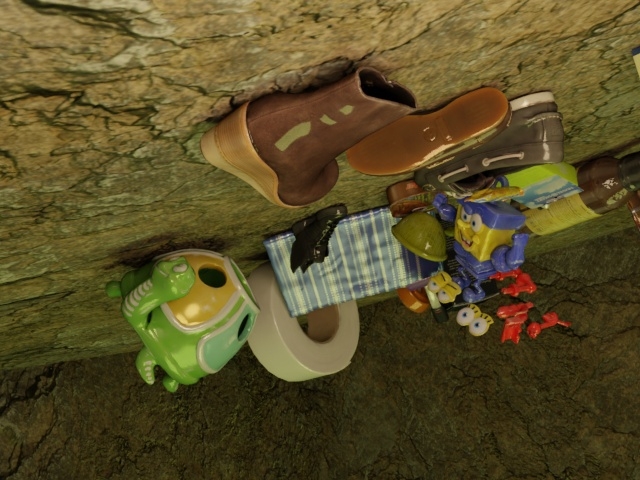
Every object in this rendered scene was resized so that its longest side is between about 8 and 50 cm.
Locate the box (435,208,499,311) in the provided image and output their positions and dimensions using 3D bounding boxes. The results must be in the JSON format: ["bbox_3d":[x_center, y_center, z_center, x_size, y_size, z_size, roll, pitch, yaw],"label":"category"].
[{"bbox_3d":[0.305,0.047,1.907,0.108,0.207,0.153,-15,171,-4],"label":"box"}]

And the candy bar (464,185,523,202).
[{"bbox_3d":[0.253,-0.066,1.229,0.040,0.018,0.161,-16,176,30],"label":"candy bar"}]

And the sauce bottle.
[{"bbox_3d":[0.529,-0.096,1.678,0.111,0.112,0.344,-7,170,-36],"label":"sauce bottle"}]

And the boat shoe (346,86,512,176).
[{"bbox_3d":[0.137,-0.124,1.054,0.206,0.073,0.073,-16,169,14],"label":"boat shoe"}]

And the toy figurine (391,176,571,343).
[{"bbox_3d":[0.277,-0.022,1.422,0.191,0.217,0.362,-5,-148,-24],"label":"toy figurine"}]

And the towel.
[{"bbox_3d":[0.074,0.040,1.693,0.335,0.040,0.243,-15,137,1],"label":"towel"}]

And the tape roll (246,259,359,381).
[{"bbox_3d":[-0.040,0.167,1.893,0.100,0.286,0.286,-21,168,38],"label":"tape roll"}]

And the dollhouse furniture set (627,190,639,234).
[{"bbox_3d":[0.810,-0.115,1.748,0.373,0.201,0.152,-20,171,-1],"label":"dollhouse furniture set"}]

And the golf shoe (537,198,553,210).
[{"bbox_3d":[0.407,-0.104,1.539,0.069,0.086,0.176,-13,169,9],"label":"golf shoe"}]

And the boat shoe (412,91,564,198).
[{"bbox_3d":[0.229,-0.107,1.223,0.112,0.096,0.335,-10,170,-22],"label":"boat shoe"}]

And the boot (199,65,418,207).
[{"bbox_3d":[0.016,-0.107,0.927,0.206,0.090,0.248,-16,167,28],"label":"boot"}]

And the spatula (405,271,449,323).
[{"bbox_3d":[0.237,0.125,1.787,0.084,0.030,0.296,-20,151,7],"label":"spatula"}]

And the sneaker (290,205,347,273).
[{"bbox_3d":[-0.002,0.000,1.552,0.051,0.089,0.170,-5,168,-42],"label":"sneaker"}]

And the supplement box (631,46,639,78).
[{"bbox_3d":[0.424,-0.197,1.001,0.083,0.083,0.056,-20,169,36],"label":"supplement box"}]

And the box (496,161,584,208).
[{"bbox_3d":[0.346,-0.107,1.423,0.178,0.043,0.109,18,151,-42],"label":"box"}]

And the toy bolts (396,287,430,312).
[{"bbox_3d":[0.115,0.085,1.890,0.228,0.218,0.158,6,146,-44],"label":"toy bolts"}]

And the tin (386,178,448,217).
[{"bbox_3d":[0.172,-0.078,1.509,0.106,0.040,0.190,-10,171,6],"label":"tin"}]

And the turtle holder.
[{"bbox_3d":[-0.251,0.111,1.562,0.227,0.243,0.320,-28,130,0],"label":"turtle holder"}]
